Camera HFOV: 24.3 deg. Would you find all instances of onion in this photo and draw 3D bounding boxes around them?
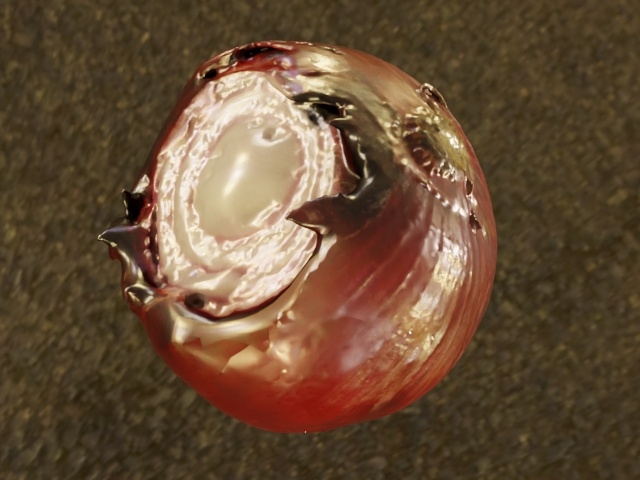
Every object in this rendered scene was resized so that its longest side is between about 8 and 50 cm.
[{"bbox_3d":[0.004,-0.007,1.265,0.341,0.341,0.341,7,67,-18],"label":"onion"}]
